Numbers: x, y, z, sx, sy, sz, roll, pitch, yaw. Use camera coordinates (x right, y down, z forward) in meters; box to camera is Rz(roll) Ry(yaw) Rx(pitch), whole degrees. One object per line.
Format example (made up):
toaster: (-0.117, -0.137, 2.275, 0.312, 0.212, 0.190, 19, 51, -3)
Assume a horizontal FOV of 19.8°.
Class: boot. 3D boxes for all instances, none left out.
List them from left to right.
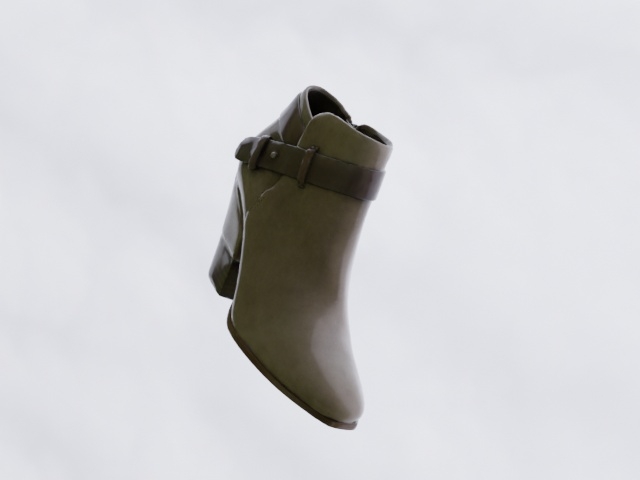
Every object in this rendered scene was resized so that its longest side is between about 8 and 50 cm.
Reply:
boot: (0.000, 0.000, 0.661, 0.087, 0.042, 0.118, -59, -136, 17)
